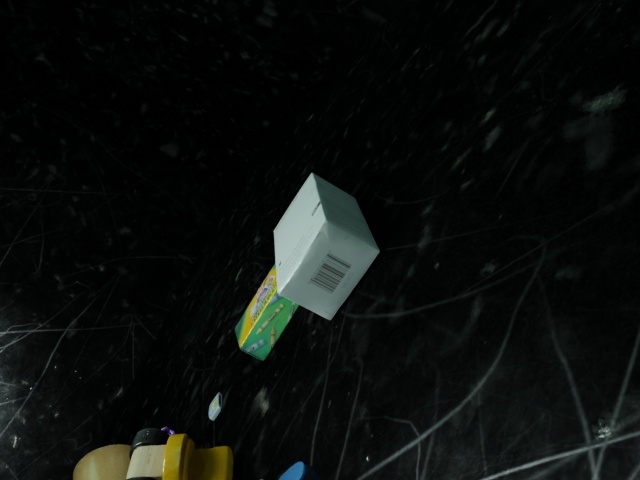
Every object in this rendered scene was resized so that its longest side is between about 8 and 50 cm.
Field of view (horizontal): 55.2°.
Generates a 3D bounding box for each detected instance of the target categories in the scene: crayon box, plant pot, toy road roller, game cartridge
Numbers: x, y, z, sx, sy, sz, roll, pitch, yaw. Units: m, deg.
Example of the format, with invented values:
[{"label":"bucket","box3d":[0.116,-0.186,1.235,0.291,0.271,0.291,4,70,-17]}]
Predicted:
[{"label":"crayon box","box3d":[-0.130,0.177,1.718,0.279,0.081,0.165,-58,17,2]},{"label":"plant pot","box3d":[-0.630,0.803,1.870,0.237,0.237,0.254,-55,32,13]},{"label":"toy road roller","box3d":[-0.316,0.601,1.413,0.202,0.240,0.330,-97,4,-63]},{"label":"game cartridge","box3d":[-0.309,0.491,1.802,0.056,0.017,0.083,-60,16,10]}]

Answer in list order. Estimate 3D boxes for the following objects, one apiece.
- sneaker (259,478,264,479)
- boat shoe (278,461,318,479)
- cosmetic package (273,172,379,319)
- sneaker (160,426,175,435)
[{"label":"sneaker","box3d":[-0.115,0.507,1.203,0.037,0.032,0.083,-55,17,10]},{"label":"boat shoe","box3d":[-0.066,0.482,1.028,0.258,0.089,0.109,-58,3,20]},{"label":"cosmetic package","box3d":[0.000,0.000,1.531,0.217,0.156,0.385,-56,18,14]},{"label":"sneaker","box3d":[-0.497,0.662,1.917,0.105,0.095,0.236,-51,16,0]}]
